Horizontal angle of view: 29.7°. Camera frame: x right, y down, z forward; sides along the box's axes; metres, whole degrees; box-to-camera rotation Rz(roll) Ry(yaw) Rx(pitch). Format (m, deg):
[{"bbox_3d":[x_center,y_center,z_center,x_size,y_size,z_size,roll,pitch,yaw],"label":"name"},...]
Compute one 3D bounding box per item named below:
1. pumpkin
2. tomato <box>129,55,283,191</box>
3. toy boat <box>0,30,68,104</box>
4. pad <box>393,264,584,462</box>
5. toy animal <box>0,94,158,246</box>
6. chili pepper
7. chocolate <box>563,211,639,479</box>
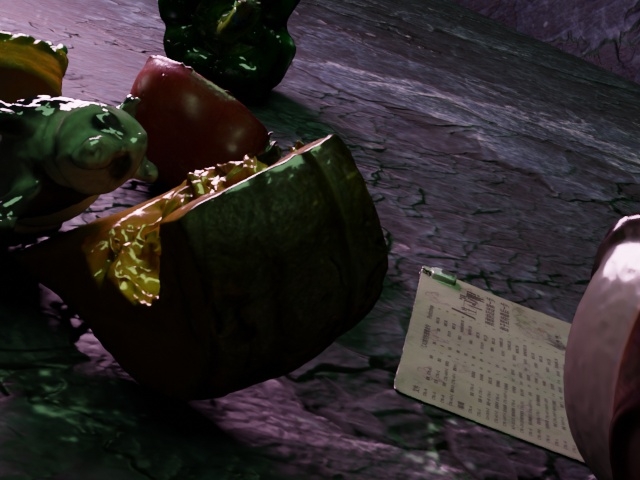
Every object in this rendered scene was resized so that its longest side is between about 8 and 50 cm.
[{"bbox_3d":[-0.071,0.025,0.732,0.131,0.126,0.248,-35,16,-28],"label":"pumpkin"},{"bbox_3d":[-0.109,-0.081,1.033,0.139,0.091,0.159,33,-5,11],"label":"tomato"},{"bbox_3d":[-0.306,-0.146,1.011,0.229,0.089,0.088,-3,43,-41],"label":"toy boat"},{"bbox_3d":[0.144,0.088,0.937,0.159,0.009,0.265,21,20,2],"label":"pad"},{"bbox_3d":[-0.182,-0.045,0.758,0.121,0.094,0.225,-14,-4,-32],"label":"toy animal"},{"bbox_3d":[-0.104,-0.257,1.379,0.165,0.174,0.261,17,13,5],"label":"chili pepper"},{"bbox_3d":[0.265,0.072,0.718,0.283,0.284,0.186,9,20,-28],"label":"chocolate"}]
